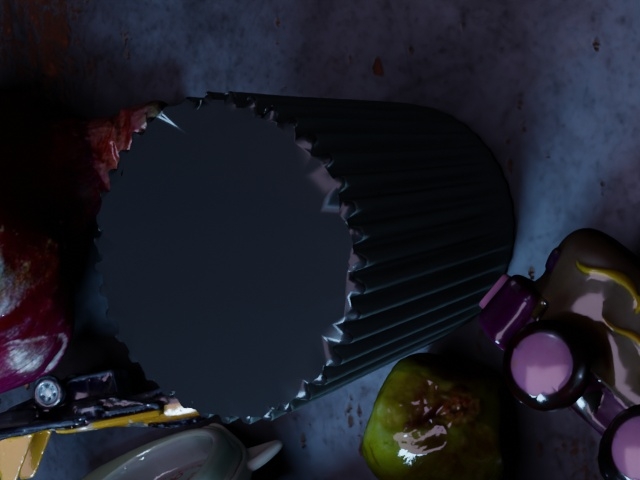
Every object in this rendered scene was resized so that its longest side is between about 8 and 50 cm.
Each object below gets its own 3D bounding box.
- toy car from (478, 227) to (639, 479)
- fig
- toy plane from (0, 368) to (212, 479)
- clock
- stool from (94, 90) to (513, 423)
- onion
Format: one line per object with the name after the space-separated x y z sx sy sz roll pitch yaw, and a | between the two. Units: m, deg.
0.324 0.100 1.626 0.340 0.271 0.240 41 98 23 | toy car
0.109 0.189 1.840 0.154 0.144 0.165 39 132 -18 | fig
-0.228 0.180 2.067 0.316 0.204 0.103 -19 84 15 | toy plane
-0.181 0.312 1.974 0.324 0.265 0.109 -24 104 28 | clock
0.000 0.000 1.762 0.297 0.330 0.297 5 99 32 | stool
-0.346 -0.044 2.034 0.398 0.420 0.398 61 167 24 | onion
